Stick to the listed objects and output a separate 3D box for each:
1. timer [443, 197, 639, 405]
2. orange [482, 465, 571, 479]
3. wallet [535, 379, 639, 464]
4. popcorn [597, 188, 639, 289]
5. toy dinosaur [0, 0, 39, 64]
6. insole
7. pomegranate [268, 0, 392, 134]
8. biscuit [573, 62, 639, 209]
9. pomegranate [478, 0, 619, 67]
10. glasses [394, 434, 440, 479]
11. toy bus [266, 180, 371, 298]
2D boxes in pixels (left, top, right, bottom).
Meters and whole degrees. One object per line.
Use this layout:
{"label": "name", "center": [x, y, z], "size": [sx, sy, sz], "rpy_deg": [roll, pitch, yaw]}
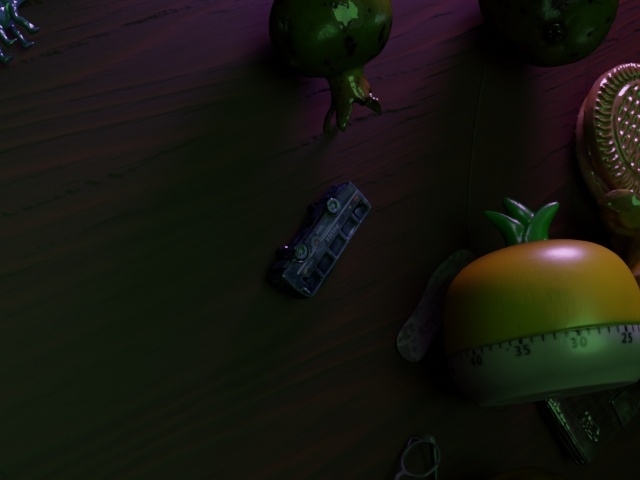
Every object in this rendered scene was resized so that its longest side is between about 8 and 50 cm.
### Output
{"label": "timer", "center": [0.282, 0.068, 1.200], "size": [0.285, 0.285, 0.285], "rpy_deg": [5, 80, -30]}
{"label": "orange", "center": [0.259, 0.420, 1.174], "size": [0.248, 0.183, 0.249], "rpy_deg": [10, 69, -27]}
{"label": "wallet", "center": [0.427, 0.222, 1.383], "size": [0.230, 0.042, 0.124], "rpy_deg": [-34, 95, -32]}
{"label": "popcorn", "center": [0.560, 0.065, 1.340], "size": [0.335, 0.274, 0.279], "rpy_deg": [13, 64, -31]}
{"label": "toy dinosaur", "center": [-0.353, -0.233, 0.983], "size": [0.080, 0.045, 0.197], "rpy_deg": [48, 55, -2]}
{"label": "insole", "center": [0.162, 0.087, 1.265], "size": [0.065, 0.006, 0.193], "rpy_deg": [46, 64, -18]}
{"label": "pomegranate", "center": [0.016, -0.247, 1.163], "size": [0.156, 0.156, 0.220], "rpy_deg": [-30, 130, -31]}
{"label": "biscuit", "center": [0.503, -0.151, 1.461], "size": [0.259, 0.079, 0.259], "rpy_deg": [6, 79, -31]}
{"label": "pomegranate", "center": [0.335, -0.365, 1.347], "size": [0.202, 0.202, 0.248], "rpy_deg": [36, 36, -22]}
{"label": "glasses", "center": [0.131, 0.337, 1.200], "size": [0.140, 0.062, 0.104], "rpy_deg": [-57, 133, -24]}
{"label": "toy bus", "center": [0.000, 0.000, 1.158], "size": [0.065, 0.047, 0.166], "rpy_deg": [45, 63, -22]}
